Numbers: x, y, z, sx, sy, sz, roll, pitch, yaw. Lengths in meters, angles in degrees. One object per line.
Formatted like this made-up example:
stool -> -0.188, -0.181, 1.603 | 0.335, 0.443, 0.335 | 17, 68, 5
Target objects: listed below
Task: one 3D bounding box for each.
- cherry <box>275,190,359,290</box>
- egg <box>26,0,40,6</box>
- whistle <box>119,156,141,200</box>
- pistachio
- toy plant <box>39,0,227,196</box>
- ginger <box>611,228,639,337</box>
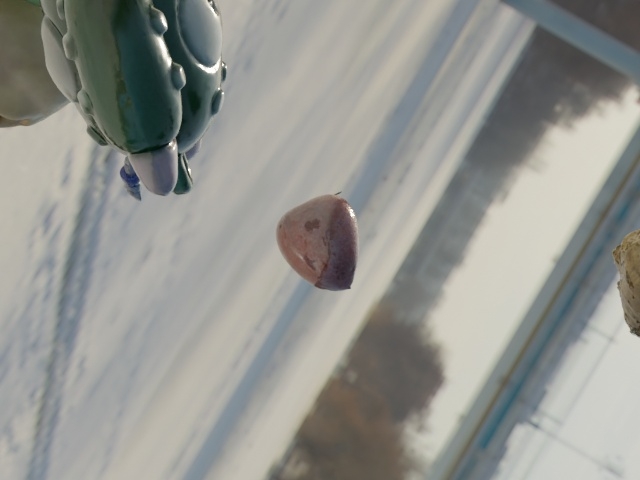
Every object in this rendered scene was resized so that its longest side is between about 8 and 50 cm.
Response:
cherry -> 0.001, -0.003, 1.960 | 0.087, 0.126, 0.106 | 22, 115, -44
egg -> -0.247, -0.334, 1.482 | 0.220, 0.270, 0.220 | -54, -171, 13
whistle -> -0.247, -0.082, 2.085 | 0.029, 0.033, 0.083 | -35, 154, -20
pistachio -> -0.353, -0.226, 1.612 | 0.187, 0.299, 0.187 | -26, -135, 29
toy plant -> -0.120, -0.140, 0.989 | 0.112, 0.243, 0.232 | -16, 177, 3
ginger -> 0.246, 0.021, 1.045 | 0.067, 0.096, 0.165 | -47, 176, -23
